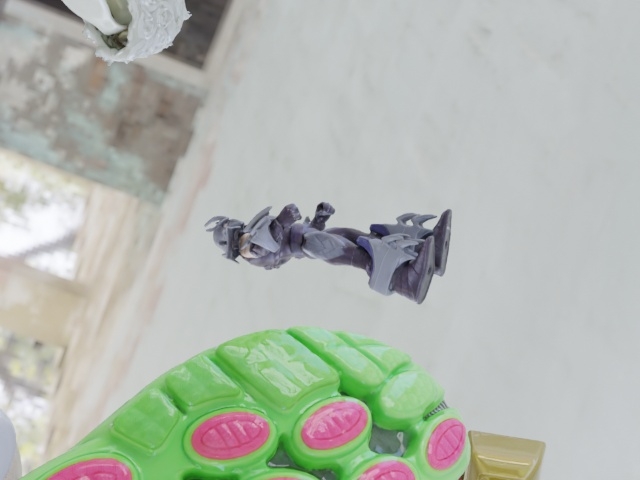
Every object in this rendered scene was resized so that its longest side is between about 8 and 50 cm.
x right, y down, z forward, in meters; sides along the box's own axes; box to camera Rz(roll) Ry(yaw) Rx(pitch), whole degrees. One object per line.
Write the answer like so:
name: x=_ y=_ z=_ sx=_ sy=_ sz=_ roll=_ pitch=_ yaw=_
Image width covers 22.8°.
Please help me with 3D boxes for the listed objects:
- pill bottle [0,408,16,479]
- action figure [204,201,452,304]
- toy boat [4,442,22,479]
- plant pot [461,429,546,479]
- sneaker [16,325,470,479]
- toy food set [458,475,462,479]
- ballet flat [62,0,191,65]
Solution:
pill bottle: x=-0.326 y=0.088 z=1.031 sx=0.136 sy=0.245 sz=0.136 roll=-41 pitch=159 yaw=-20
action figure: x=0.000 y=0.000 z=1.815 sx=0.185 sy=0.285 sz=0.099 roll=-27 pitch=122 yaw=-69
toy boat: x=-0.344 y=0.267 z=1.428 sx=0.318 sy=0.148 sz=0.267 roll=9 pitch=-124 yaw=43
plant pot: x=0.179 y=0.244 z=1.574 sx=0.083 sy=0.081 sz=0.081 roll=-50 pitch=148 yaw=-78
sneaker: x=-0.116 y=0.211 z=1.177 sx=0.185 sy=0.483 sz=0.202 roll=63 pitch=-17 yaw=17
toy food set: x=0.141 y=0.309 z=2.129 sx=0.128 sy=0.218 sz=0.071 roll=-5 pitch=-142 yaw=36
ballet flat: x=-0.276 y=-0.369 z=1.711 sx=0.147 sy=0.409 sz=0.147 roll=-26 pitch=-159 yaw=11
